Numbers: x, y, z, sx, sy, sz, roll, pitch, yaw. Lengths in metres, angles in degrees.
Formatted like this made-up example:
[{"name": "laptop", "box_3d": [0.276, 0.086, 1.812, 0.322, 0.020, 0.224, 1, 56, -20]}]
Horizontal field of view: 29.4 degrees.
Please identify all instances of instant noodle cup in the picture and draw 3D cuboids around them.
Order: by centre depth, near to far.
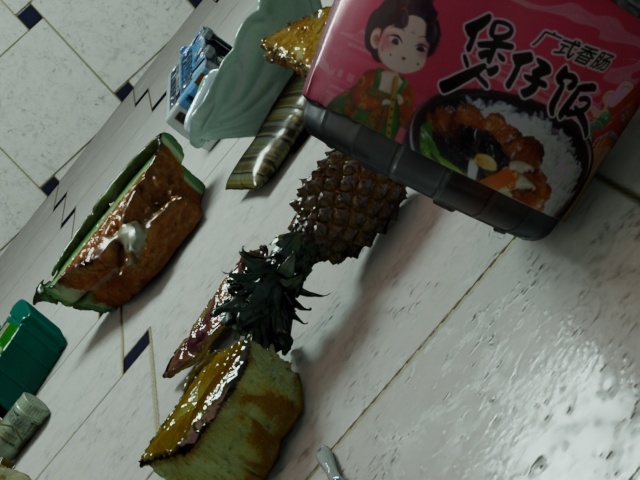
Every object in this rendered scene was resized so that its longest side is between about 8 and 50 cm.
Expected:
[{"name": "instant noodle cup", "box_3d": [0.101, -0.113, 0.771, 0.302, 0.258, 0.182, 33, 100, 45]}]

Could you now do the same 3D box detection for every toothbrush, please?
[{"name": "toothbrush", "box_3d": [0.016, 0.162, 0.776, 0.014, 0.017, 0.162, -46, 13, 1]}]

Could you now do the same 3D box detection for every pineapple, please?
[{"name": "pineapple", "box_3d": [-0.001, 0.000, 1.023, 0.221, 0.083, 0.103, -50, -15, -15]}]

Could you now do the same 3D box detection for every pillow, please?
[{"name": "pillow", "box_3d": [-0.042, -0.142, 1.508, 0.203, 0.038, 0.113, -56, 20, -12]}]

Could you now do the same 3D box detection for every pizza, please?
[{"name": "pizza", "box_3d": [0.019, -0.235, 1.454, 0.193, 0.053, 0.201, 8, 53, 40]}]

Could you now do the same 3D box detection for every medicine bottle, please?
[{"name": "medicine bottle", "box_3d": [-0.402, 0.248, 1.622, 0.083, 0.047, 0.047, -51, 17, 1]}]

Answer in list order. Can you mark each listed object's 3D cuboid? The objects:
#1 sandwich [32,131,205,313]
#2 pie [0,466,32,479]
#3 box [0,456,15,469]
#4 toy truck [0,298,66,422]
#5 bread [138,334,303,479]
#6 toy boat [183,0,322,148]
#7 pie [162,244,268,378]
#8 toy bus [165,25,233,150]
[{"name": "sandwich", "box_3d": [-0.252, -0.013, 1.681, 0.212, 0.109, 0.292, -9, 47, 57]}, {"name": "pie", "box_3d": [-0.426, 0.388, 1.343, 0.339, 0.077, 0.339, -45, 18, 19]}, {"name": "box", "box_3d": [-0.447, 0.349, 1.571, 0.090, 0.023, 0.133, -42, 19, 33]}, {"name": "toy truck", "box_3d": [-0.481, 0.207, 1.811, 0.124, 0.114, 0.253, -13, 40, 47]}, {"name": "bread", "box_3d": [-0.073, 0.139, 0.956, 0.140, 0.069, 0.128, -30, 26, 58]}, {"name": "toy boat", "box_3d": [-0.069, -0.236, 1.604, 0.290, 0.100, 0.199, -55, -7, -15]}, {"name": "pie", "box_3d": [-0.100, 0.070, 1.226, 0.170, 0.034, 0.092, -55, 13, -14]}, {"name": "toy bus", "box_3d": [-0.184, -0.257, 2.001, 0.131, 0.106, 0.297, -52, 18, 13]}]
